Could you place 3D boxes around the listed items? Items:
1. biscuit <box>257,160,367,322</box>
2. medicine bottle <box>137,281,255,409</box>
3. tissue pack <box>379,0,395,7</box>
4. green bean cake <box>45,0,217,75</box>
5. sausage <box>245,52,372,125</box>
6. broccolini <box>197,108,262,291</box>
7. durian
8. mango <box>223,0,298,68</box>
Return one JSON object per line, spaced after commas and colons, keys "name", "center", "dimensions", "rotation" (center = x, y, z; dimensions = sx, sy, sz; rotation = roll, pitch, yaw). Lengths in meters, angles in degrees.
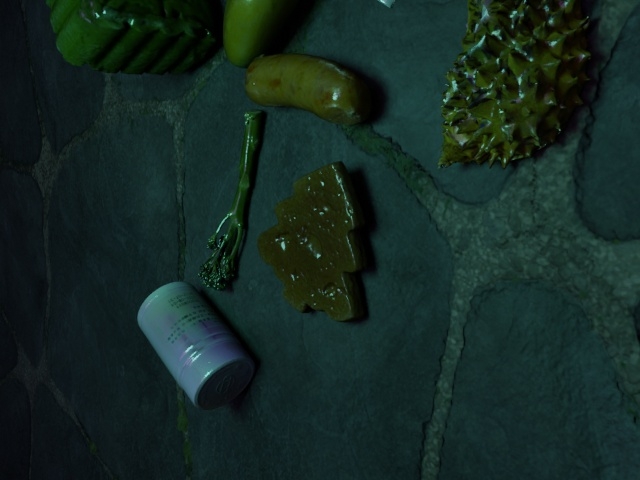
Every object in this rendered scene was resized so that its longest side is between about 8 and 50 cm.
{"name": "biscuit", "center": [0.001, 0.000, 1.022], "dimensions": [0.278, 0.043, 0.302], "rotation": [42, 126, 32]}
{"name": "medicine bottle", "center": [-0.268, 0.221, 1.231], "dimensions": [0.254, 0.152, 0.152], "rotation": [43, 120, 33]}
{"name": "tissue pack", "center": [0.100, -0.478, 0.882], "dimensions": [0.122, 0.026, 0.193], "rotation": [31, 124, 5]}
{"name": "green bean cake", "center": [-0.386, -0.522, 1.171], "dimensions": [0.218, 0.335, 0.319], "rotation": [-18, 85, 44]}
{"name": "sausage", "center": [-0.019, -0.266, 1.000], "dimensions": [0.270, 0.109, 0.109], "rotation": [27, 111, 40]}
{"name": "broccolini", "center": [-0.191, -0.080, 1.190], "dimensions": [0.078, 0.074, 0.392], "rotation": [22, 109, 33]}
{"name": "durian", "center": [0.243, -0.254, 0.742], "dimensions": [0.191, 0.112, 0.341], "rotation": [17, 102, 44]}
{"name": "mango", "center": [-0.118, -0.418, 1.052], "dimensions": [0.251, 0.114, 0.156], "rotation": [-46, 20, 45]}
